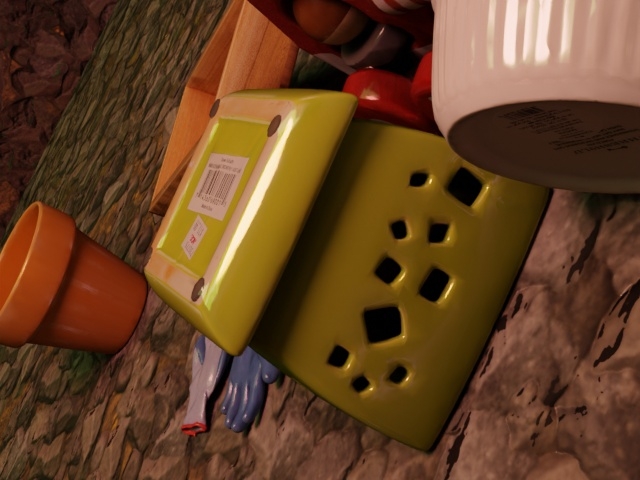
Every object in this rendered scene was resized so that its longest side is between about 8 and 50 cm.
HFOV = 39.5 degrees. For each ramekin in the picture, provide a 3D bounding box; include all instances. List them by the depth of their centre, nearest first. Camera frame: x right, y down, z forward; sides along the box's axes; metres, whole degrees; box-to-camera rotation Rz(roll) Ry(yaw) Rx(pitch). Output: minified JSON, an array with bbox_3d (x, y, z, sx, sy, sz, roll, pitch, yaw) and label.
[{"bbox_3d":[0.161,-0.102,0.522,0.207,0.207,0.109,-7,70,58],"label":"ramekin"}]

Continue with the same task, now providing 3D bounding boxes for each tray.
[{"bbox_3d":[-0.118,-0.154,1.074,0.411,0.076,0.203,157,129,-69],"label":"tray"}]

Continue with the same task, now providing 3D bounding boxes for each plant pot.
[{"bbox_3d":[0.000,0.000,0.704,0.228,0.207,0.227,21,87,63],"label":"plant pot"},{"bbox_3d":[-0.362,0.074,1.286,0.205,0.188,0.205,-41,35,38],"label":"plant pot"}]

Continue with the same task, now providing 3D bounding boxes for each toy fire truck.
[{"bbox_3d":[0.051,-0.205,0.730,0.302,0.253,0.169,4,71,63],"label":"toy fire truck"}]

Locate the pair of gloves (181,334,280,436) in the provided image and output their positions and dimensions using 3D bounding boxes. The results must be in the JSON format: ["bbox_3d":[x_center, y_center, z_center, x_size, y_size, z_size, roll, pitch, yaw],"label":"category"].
[{"bbox_3d":[-0.092,0.129,0.953,0.198,0.023,0.159,-21,52,54],"label":"pair of gloves"}]
